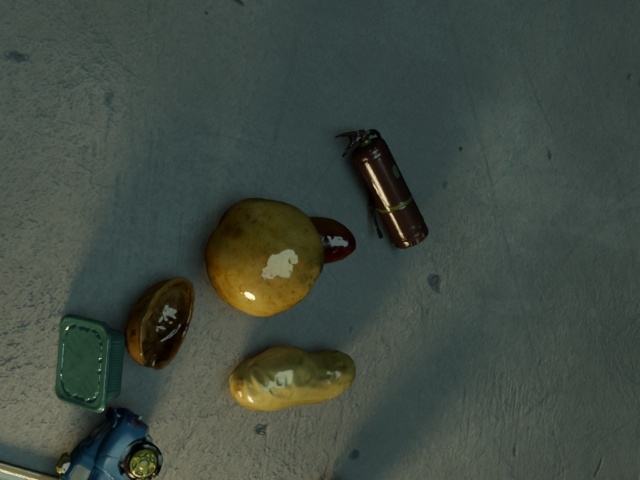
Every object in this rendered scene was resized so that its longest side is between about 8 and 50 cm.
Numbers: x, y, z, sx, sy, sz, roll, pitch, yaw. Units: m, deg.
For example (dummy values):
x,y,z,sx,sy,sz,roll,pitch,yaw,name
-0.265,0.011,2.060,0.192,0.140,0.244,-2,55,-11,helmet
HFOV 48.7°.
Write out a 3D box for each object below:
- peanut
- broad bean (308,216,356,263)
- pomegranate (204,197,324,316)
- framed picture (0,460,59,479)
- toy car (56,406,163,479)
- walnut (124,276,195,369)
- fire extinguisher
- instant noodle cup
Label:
x,y,z,sx,sy,sz,roll,pitch,yaw,name
-0.056,0.314,1.641,0.318,0.147,0.148,-1,93,-28,peanut
0.000,0.000,1.688,0.165,0.084,0.114,0,65,-27,broad bean
-0.121,0.038,1.530,0.260,0.260,0.261,-2,93,-30,pomegranate
-0.677,0.518,1.355,0.289,0.016,0.213,30,78,-28,framed picture
-0.445,0.479,1.393,0.166,0.198,0.314,33,77,-17,toy car
-0.347,0.168,1.478,0.167,0.087,0.211,73,33,-44,walnut
0.149,-0.135,1.756,0.141,0.105,0.341,-40,114,-24,fire extinguisher
-0.452,0.242,1.408,0.070,0.157,0.179,5,90,-53,instant noodle cup
